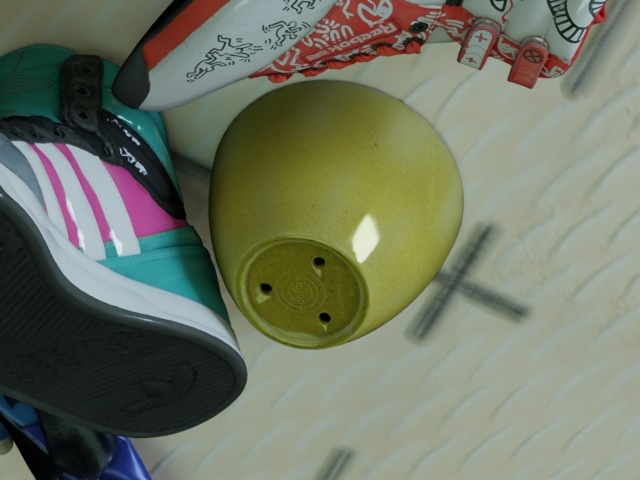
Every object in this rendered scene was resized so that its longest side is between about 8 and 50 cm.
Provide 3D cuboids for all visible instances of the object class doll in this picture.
[{"bbox_3d":[-0.143,0.115,1.048,0.129,0.046,0.189,-22,109,35],"label":"doll"}]

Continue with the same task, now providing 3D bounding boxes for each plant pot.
[{"bbox_3d":[0.000,0.000,0.912,0.134,0.095,0.134,6,123,9],"label":"plant pot"}]

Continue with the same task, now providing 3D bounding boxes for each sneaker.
[{"bbox_3d":[0.032,-0.107,0.839,0.145,0.090,0.270,44,118,-13],"label":"sneaker"},{"bbox_3d":[-0.155,-0.032,0.872,0.124,0.178,0.295,-34,141,16],"label":"sneaker"}]
